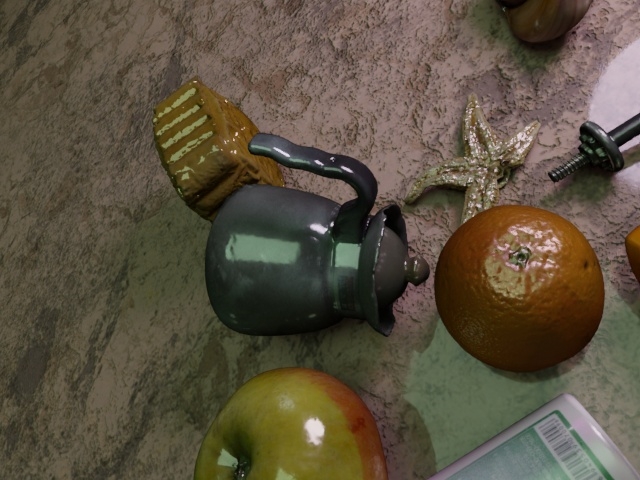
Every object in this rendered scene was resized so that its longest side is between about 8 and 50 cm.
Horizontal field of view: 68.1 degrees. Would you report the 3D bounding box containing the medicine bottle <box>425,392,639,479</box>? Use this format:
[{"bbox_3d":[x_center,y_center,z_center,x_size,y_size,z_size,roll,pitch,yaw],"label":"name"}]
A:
[{"bbox_3d":[0.198,0.295,0.517,0.274,0.133,0.133,-37,59,9],"label":"medicine bottle"}]

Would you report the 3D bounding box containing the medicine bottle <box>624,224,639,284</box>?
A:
[{"bbox_3d":[0.441,0.035,0.455,0.149,0.112,0.222,-38,28,7],"label":"medicine bottle"}]

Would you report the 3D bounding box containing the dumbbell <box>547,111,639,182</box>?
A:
[{"bbox_3d":[0.413,-0.153,0.605,0.254,0.110,0.110,-35,59,19],"label":"dumbbell"}]

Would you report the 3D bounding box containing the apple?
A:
[{"bbox_3d":[-0.039,0.278,0.584,0.261,0.194,0.261,-29,47,38],"label":"apple"}]

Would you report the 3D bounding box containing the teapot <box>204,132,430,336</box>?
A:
[{"bbox_3d":[0.008,-0.003,0.658,0.285,0.223,0.305,4,109,20],"label":"teapot"}]

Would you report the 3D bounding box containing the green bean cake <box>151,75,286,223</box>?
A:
[{"bbox_3d":[-0.164,-0.138,0.812,0.131,0.224,0.230,-33,56,12],"label":"green bean cake"}]

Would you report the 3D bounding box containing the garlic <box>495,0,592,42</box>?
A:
[{"bbox_3d":[0.348,-0.422,0.704,0.160,0.214,0.191,-25,17,-2],"label":"garlic"}]

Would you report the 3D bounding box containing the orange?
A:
[{"bbox_3d":[0.228,0.053,0.556,0.206,0.206,0.206,-9,67,23],"label":"orange"}]

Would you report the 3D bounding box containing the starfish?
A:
[{"bbox_3d":[0.218,-0.105,0.710,0.138,0.050,0.247,31,84,34],"label":"starfish"}]
